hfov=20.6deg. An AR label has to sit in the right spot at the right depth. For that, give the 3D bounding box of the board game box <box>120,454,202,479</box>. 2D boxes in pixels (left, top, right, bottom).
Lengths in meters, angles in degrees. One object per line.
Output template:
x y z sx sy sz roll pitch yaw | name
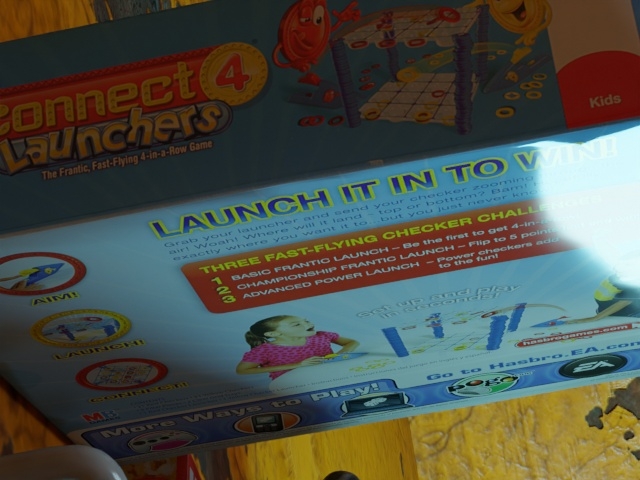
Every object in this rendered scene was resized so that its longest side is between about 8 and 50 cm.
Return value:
-0.075 0.232 0.940 0.146 0.045 0.193 73 10 -45 | board game box

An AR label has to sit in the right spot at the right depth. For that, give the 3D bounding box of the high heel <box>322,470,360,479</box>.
-0.002 0.318 1.329 0.186 0.093 0.261 -21 104 -71 | high heel

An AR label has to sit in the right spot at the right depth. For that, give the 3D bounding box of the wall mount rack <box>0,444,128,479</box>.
-0.088 0.242 0.553 0.350 0.130 0.304 -68 145 -75 | wall mount rack

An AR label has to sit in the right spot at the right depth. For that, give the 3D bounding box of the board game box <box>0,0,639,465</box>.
0.000 0.000 0.793 0.302 0.308 0.086 67 15 -65 | board game box
